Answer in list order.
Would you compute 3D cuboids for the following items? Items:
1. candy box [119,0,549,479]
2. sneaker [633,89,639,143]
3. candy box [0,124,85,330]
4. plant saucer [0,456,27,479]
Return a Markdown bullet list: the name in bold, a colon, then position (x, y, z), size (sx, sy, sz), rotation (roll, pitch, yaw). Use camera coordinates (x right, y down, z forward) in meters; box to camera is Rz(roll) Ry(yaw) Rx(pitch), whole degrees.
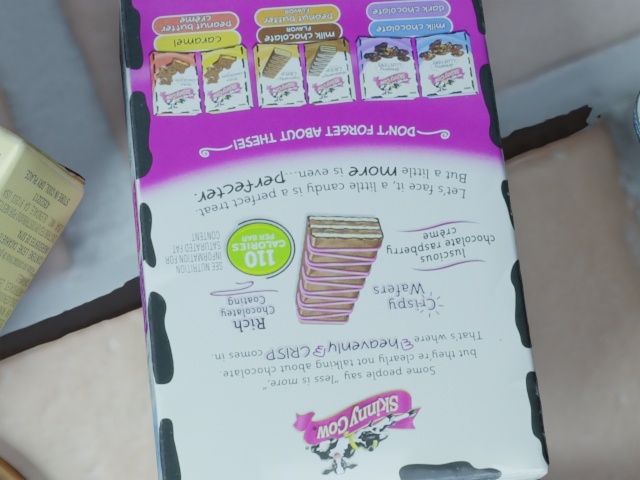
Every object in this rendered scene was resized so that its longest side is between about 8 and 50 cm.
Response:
- **candy box**: position (0.000, 0.000, 0.787), size (0.159, 0.071, 0.233), rotation (-4, 73, -7)
- **sneaker**: position (0.210, -0.143, 0.764), size (0.122, 0.110, 0.283), rotation (13, 131, -34)
- **candy box**: position (-0.260, 0.060, 0.746), size (0.183, 0.087, 0.316), rotation (30, 86, 16)
- **plant saucer**: position (-0.203, 0.177, 0.802), size (0.200, 0.037, 0.200), rotation (0, 90, -7)
